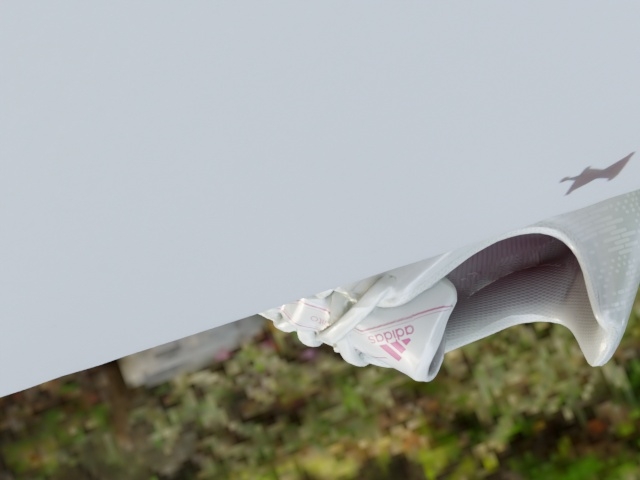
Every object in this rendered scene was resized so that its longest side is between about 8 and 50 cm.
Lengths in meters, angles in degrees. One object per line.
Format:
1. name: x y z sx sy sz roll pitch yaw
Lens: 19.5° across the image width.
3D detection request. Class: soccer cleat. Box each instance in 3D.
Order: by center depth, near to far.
1. soccer cleat: 0.000 0.000 0.935 0.331 0.143 0.116 0 147 7

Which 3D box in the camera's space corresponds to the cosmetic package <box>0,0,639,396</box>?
1. cosmetic package: 0.026 -0.111 0.507 0.453 0.161 0.230 -17 157 -20
